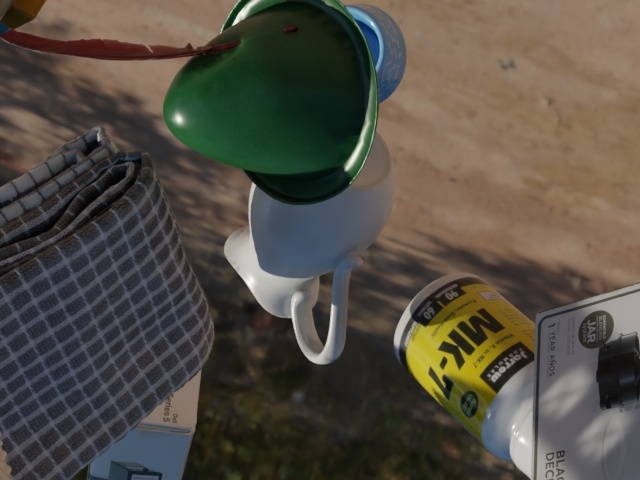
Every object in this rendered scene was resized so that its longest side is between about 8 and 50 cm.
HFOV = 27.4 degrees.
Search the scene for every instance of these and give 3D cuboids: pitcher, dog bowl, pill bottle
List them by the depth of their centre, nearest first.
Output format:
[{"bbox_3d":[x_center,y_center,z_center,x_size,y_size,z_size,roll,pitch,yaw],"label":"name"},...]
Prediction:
[{"bbox_3d":[0.000,0.000,1.199,0.125,0.178,0.207,-14,153,-33],"label":"pitcher"},{"bbox_3d":[0.173,0.131,1.239,0.208,0.119,0.119,43,-177,42],"label":"pill bottle"},{"bbox_3d":[-0.019,-0.266,2.008,0.297,0.166,0.074,-15,175,16],"label":"dog bowl"}]

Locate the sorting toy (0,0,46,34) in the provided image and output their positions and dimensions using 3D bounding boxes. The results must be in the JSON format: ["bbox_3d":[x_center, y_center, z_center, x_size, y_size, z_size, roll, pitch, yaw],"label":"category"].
[{"bbox_3d":[-0.156,-0.191,0.774,0.038,0.193,0.208,34,169,-18],"label":"sorting toy"}]

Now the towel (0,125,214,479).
[{"bbox_3d":[-0.227,0.079,1.066,0.121,0.283,0.235,34,153,35],"label":"towel"}]

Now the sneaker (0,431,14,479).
[{"bbox_3d":[-0.171,0.109,0.632,0.152,0.061,0.054,46,128,1],"label":"sneaker"}]

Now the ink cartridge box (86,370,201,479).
[{"bbox_3d":[-0.225,0.240,1.646,0.114,0.198,0.273,10,132,-9],"label":"ink cartridge box"}]

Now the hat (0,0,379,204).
[{"bbox_3d":[-0.092,-0.097,0.943,0.183,0.173,0.208,-14,-173,-42],"label":"hat"}]

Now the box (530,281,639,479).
[{"bbox_3d":[0.277,0.097,0.820,0.290,0.169,0.087,-22,136,35],"label":"box"}]
